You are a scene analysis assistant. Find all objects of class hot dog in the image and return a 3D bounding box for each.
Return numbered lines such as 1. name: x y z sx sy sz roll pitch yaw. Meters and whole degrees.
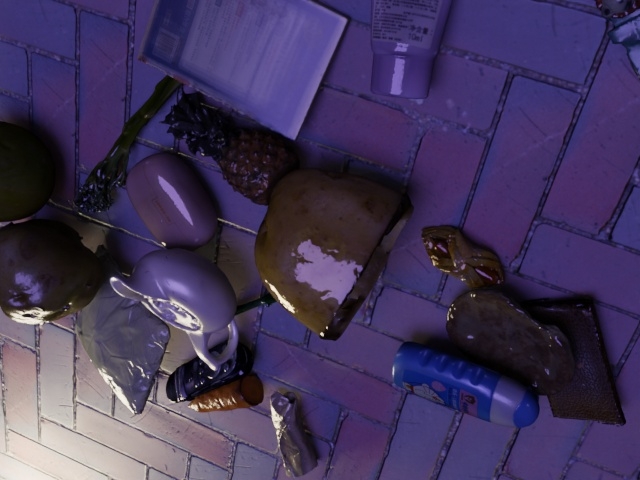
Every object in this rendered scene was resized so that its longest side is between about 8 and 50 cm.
1. hot dog: 0.241 0.033 1.258 0.169 0.061 0.078 29 123 6

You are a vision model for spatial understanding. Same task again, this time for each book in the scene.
1. book: -0.136 -0.335 1.230 0.323 0.018 0.228 29 114 6

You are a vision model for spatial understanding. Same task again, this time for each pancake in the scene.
1. pancake: 0.330 0.177 1.284 0.236 0.042 0.222 21 140 27

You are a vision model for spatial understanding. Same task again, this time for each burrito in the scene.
1. burrito: -0.060 0.426 1.599 0.087 0.060 0.225 1 118 29

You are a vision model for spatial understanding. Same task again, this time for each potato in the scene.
1. potato: -0.584 0.053 1.512 0.351 0.218 0.202 25 104 51
2. potato: 0.000 0.000 1.238 0.243 0.242 0.285 31 115 5

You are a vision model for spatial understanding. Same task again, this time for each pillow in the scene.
1. pillow: -0.438 0.198 1.586 0.281 0.076 0.274 45 128 27

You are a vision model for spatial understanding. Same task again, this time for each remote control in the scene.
1. remote control: -0.241 0.290 1.603 0.066 0.090 0.266 25 139 -38

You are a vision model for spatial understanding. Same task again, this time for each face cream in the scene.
1. face cream: 0.264 0.266 1.332 0.264 0.083 0.149 17 152 27
2. face cream: 0.132 -0.352 1.094 0.154 0.096 0.273 13 108 20

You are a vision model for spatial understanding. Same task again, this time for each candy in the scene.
1. candy: -0.101 0.115 1.453 0.324 0.097 0.097 -22 106 40

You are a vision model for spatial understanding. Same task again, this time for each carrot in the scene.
1. carrot: -0.221 0.349 1.622 0.205 0.072 0.072 -22 106 32

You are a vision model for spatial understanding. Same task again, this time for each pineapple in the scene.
1. pineapple: -0.161 -0.168 1.299 0.248 0.128 0.128 35 125 11

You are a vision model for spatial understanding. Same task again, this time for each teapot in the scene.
1. teapot: -0.253 0.121 1.413 0.208 0.165 0.299 -15 123 37

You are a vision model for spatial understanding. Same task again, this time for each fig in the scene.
1. fig: -0.643 -0.142 1.455 0.207 0.230 0.207 -4 72 14

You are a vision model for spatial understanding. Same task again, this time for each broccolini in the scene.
1. broccolini: -0.351 -0.180 1.404 0.074 0.078 0.392 26 130 -32

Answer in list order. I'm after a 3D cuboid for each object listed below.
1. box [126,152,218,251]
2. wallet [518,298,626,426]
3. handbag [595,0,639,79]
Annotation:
1. box: -0.284 -0.071 1.414 0.146 0.088 0.200 -24 106 33
2. wallet: 0.437 0.210 1.279 0.133 0.039 0.243 -7 112 40
3. handbag: 0.471 -0.369 0.922 0.274 0.100 0.268 -25 105 31
